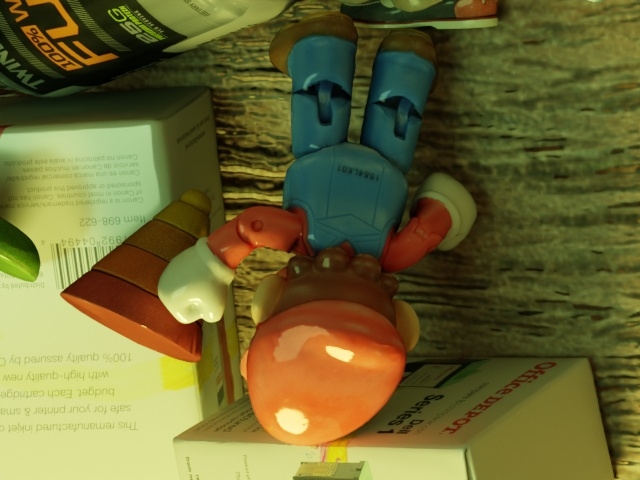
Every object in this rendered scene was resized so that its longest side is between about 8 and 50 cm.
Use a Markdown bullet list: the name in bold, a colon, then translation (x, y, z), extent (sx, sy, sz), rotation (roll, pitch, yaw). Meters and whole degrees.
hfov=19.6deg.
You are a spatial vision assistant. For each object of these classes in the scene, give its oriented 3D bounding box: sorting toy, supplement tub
- **sorting toy**: translation (-0.231, -0.037, 1.448), extent (0.365, 0.127, 0.126), rotation (26, 79, 7)
- **supplement tub**: translation (-0.174, -0.229, 1.492), extent (0.316, 0.193, 0.193), rotation (-16, 95, 39)

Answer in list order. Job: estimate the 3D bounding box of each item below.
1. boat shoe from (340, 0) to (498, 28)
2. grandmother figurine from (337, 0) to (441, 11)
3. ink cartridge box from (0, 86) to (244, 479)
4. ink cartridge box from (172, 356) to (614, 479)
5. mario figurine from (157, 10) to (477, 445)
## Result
- **boat shoe**: translation (0.074, -0.184, 1.420), extent (0.137, 0.049, 0.043), rotation (3, 104, 33)
- **grandmother figurine**: translation (0.001, -0.331, 1.316), extent (0.208, 0.104, 0.342), rotation (6, 133, 37)
- **ink cartridge box**: translation (-0.223, 0.074, 1.598), extent (0.279, 0.160, 0.385), rotation (-2, 105, 12)
- **ink cartridge box**: translation (0.059, 0.174, 1.451), extent (0.278, 0.201, 0.117), rotation (-3, 105, 37)
- **mario figurine**: translation (0.000, 0.000, 1.401), extent (0.198, 0.170, 0.320), rotation (1, 69, 23)
